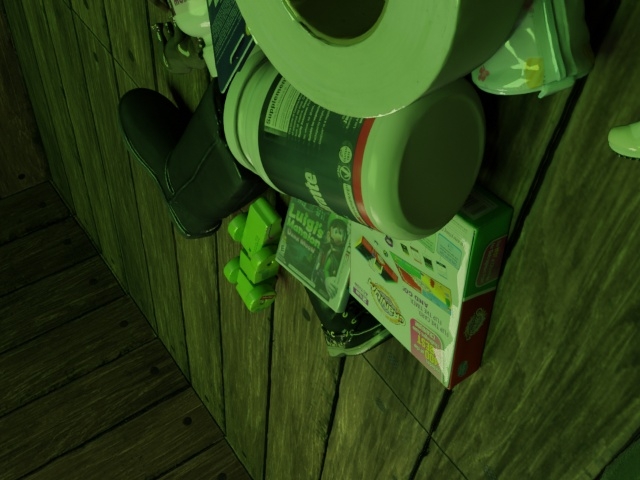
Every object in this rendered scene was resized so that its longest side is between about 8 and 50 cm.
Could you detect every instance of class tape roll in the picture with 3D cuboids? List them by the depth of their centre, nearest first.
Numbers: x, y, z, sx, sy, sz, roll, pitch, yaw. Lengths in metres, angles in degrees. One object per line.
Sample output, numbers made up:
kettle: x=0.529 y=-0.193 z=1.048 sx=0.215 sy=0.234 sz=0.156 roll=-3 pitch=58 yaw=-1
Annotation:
tape roll: x=0.035 y=-0.253 z=0.656 sx=0.286 sy=0.100 sz=0.286 roll=33 pitch=140 yaw=32

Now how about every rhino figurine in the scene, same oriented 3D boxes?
rhino figurine: x=-0.240 y=-0.365 z=1.413 sx=0.243 sy=0.073 sz=0.106 roll=9 pitch=118 yaw=59

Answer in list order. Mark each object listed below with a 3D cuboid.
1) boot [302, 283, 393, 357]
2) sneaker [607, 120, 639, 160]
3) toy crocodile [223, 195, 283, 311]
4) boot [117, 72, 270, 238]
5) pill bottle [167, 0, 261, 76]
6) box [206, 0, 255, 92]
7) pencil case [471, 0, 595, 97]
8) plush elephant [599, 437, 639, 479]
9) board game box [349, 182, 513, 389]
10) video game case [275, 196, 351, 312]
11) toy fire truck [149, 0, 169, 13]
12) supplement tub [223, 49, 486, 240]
boot: x=0.042 y=0.105 z=1.318 sx=0.178 sy=0.085 sz=0.236 roll=65 pitch=154 yaw=3
sneaker: x=0.313 y=-0.104 z=0.636 sx=0.161 sy=0.057 sz=0.075 roll=17 pitch=112 yaw=59
toy crocodile: x=-0.122 y=0.037 z=1.566 sx=0.115 sy=0.105 sz=0.340 roll=50 pitch=148 yaw=27
boot: x=-0.248 y=-0.212 z=1.490 sx=0.367 sy=0.146 sz=0.445 roll=59 pitch=157 yaw=0
pill bottle: x=-0.150 y=-0.397 z=1.093 sx=0.169 sy=0.169 sz=0.301 roll=9 pitch=122 yaw=60
box: x=-0.093 y=-0.292 z=0.866 sx=0.136 sy=0.037 sz=0.225 roll=-44 pitch=50 yaw=55
pencil case: x=0.172 y=-0.265 z=0.661 sx=0.124 sy=0.114 sz=0.273 roll=37 pitch=146 yaw=56
plush elephant: x=0.373 y=0.361 z=0.769 sx=0.330 sy=0.255 sz=0.271 roll=-45 pitch=26 yaw=32
board game box: x=0.137 y=0.023 z=1.074 sx=0.242 sy=0.064 sz=0.316 roll=44 pitch=149 yaw=36
video game case: x=0.000 y=0.000 z=1.287 sx=0.190 sy=0.022 sz=0.173 roll=38 pitch=121 yaw=43
toy fire truck: x=-0.350 y=-0.537 z=1.403 sx=0.217 sy=0.159 sz=0.246 roll=54 pitch=143 yaw=19
supplement tub: x=0.035 y=-0.125 z=0.900 sx=0.272 sy=0.191 sz=0.191 roll=24 pitch=136 yaw=40
